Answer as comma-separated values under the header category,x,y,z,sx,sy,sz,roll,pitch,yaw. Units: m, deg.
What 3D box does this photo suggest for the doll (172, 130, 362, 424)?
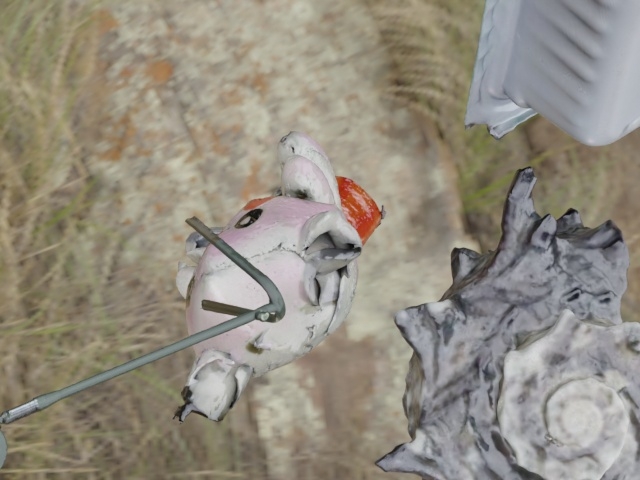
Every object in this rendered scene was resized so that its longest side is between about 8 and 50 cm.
category,x,y,z,sx,sy,sz,roll,pitch,yaw
doll,-0.030,0.020,1.062,0.095,0.192,0.149,42,108,-12

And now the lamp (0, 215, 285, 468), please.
category,x,y,z,sx,sy,sz,roll,pitch,yaw
lamp,-0.073,0.039,0.539,0.121,0.054,0.041,-30,122,-22

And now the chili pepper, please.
category,x,y,z,sx,sy,sz,roll,pitch,yaw
chili pepper,-0.003,-0.004,1.673,0.088,0.065,0.169,27,28,5

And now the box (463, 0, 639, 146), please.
category,x,y,z,sx,sy,sz,roll,pitch,yaw
box,0.252,-0.194,1.328,0.264,0.336,0.106,-32,66,-18

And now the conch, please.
category,x,y,z,sx,sy,sz,roll,pitch,yaw
conch,0.175,0.106,1.347,0.186,0.241,0.313,36,46,-52
